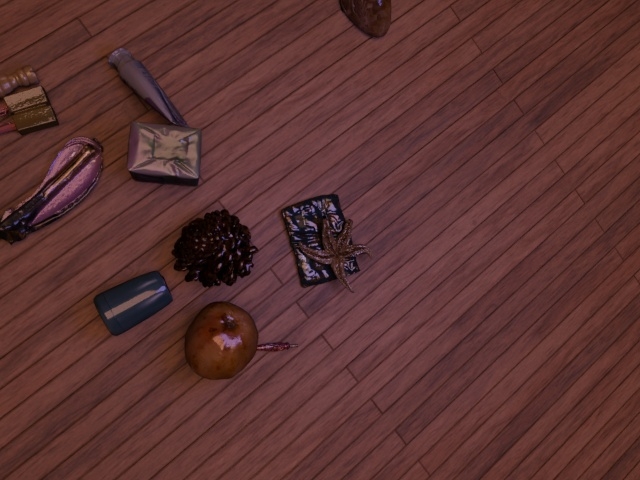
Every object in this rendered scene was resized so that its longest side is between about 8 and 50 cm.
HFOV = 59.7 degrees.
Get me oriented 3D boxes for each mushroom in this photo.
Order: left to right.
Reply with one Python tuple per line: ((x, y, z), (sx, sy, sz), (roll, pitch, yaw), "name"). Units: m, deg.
((0.142, -0.768, 1.683), (0.156, 0.151, 0.286), (-25, 93, -13), "mushroom")

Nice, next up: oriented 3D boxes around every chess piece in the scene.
((-0.808, -0.415, 1.462), (0.122, 0.066, 0.066), (-27, 94, -21), "chess piece")

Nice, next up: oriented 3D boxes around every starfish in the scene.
((0.048, 0.040, 1.629), (0.213, 0.057, 0.238), (-9, 87, -10), "starfish")

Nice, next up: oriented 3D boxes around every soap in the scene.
((-0.410, -0.224, 1.481), (0.182, 0.199, 0.138), (3, 89, -14), "soap")

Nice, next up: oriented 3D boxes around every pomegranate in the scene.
((-0.266, 0.265, 1.488), (0.207, 0.207, 0.207), (1, 86, -15), "pomegranate")

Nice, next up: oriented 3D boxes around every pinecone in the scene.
((-0.274, 0.032, 1.500), (0.221, 0.221, 0.221), (1, 86, -15), "pinecone")

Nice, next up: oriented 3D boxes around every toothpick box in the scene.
((-0.489, 0.160, 1.477), (0.184, 0.120, 0.120), (-28, 94, -17), "toothpick box")

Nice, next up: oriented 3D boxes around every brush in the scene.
((-0.822, -0.320, 1.456), (0.233, 0.047, 0.103), (-22, 95, -14), "brush")

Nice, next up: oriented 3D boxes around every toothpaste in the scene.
((-0.454, -0.395, 1.500), (0.073, 0.114, 0.299), (-44, 78, 6), "toothpaste")

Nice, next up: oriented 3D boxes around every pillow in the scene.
((0.001, -0.002, 1.658), (0.189, 0.034, 0.256), (-16, 91, -15), "pillow")

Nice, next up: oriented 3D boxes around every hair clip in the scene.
((-0.704, -0.128, 1.473), (0.110, 0.096, 0.359), (31, 67, 24), "hair clip")

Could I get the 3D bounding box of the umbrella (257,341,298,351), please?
((-0.146, 0.307, 1.607), (0.165, 0.025, 0.027), (-2, 109, -13), "umbrella")
